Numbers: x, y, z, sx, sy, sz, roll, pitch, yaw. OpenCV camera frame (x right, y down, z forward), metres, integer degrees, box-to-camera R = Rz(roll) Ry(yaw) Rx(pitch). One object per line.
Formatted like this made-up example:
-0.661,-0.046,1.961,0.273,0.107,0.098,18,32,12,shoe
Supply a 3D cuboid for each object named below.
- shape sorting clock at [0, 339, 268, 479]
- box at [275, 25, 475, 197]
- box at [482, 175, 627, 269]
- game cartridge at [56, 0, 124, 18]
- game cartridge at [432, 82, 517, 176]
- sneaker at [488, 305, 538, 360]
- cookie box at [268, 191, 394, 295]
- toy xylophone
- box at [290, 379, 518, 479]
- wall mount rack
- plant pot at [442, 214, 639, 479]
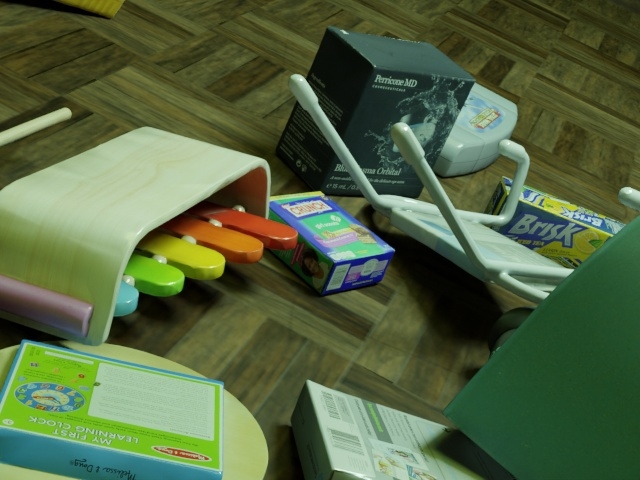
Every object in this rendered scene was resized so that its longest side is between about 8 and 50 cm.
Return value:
-0.134,0.121,0.758,0.206,0.040,0.206,15,17,-5,shape sorting clock
0.059,-0.136,1.292,0.156,0.158,0.093,0,34,-40,box
0.273,-0.011,1.353,0.168,0.059,0.054,21,24,-7,box
-0.406,-0.401,1.424,0.323,0.053,0.285,9,37,-48,game cartridge
0.154,-0.170,1.571,0.198,0.062,0.297,26,25,13,game cartridge
0.264,0.152,1.016,0.267,0.101,0.106,20,39,3,sneaker
0.000,0.000,1.114,0.107,0.040,0.091,39,29,30,cookie box
-0.170,-0.028,0.961,0.236,0.081,0.322,20,23,23,toy xylophone
0.077,0.167,0.825,0.186,0.038,0.145,18,13,-13,box
0.130,-0.047,1.128,0.304,0.131,0.350,9,13,-30,wall mount rack
0.237,0.081,0.859,0.165,0.234,0.165,39,9,16,plant pot
